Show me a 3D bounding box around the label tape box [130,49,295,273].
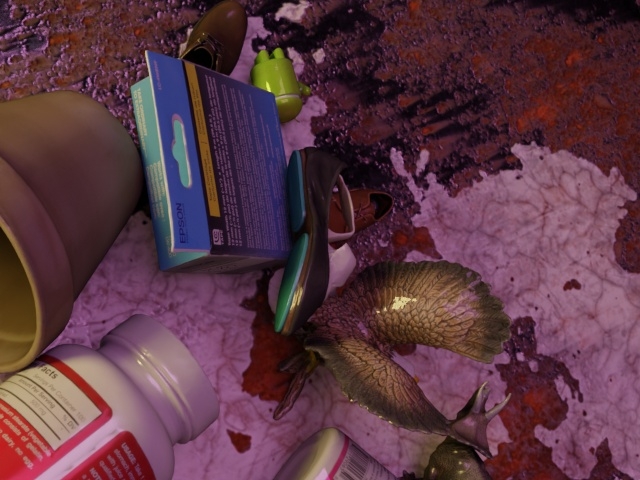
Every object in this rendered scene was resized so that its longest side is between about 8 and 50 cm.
[{"bbox_3d":[-0.157,-0.088,1.563,0.348,0.115,0.249,5,74,-65],"label":"label tape box"}]

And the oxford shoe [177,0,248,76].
[{"bbox_3d":[-0.160,-0.269,1.741,0.083,0.096,0.227,31,63,-11],"label":"oxford shoe"}]

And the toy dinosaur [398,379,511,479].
[{"bbox_3d":[0.205,0.367,1.680,0.121,0.160,0.313,-5,76,-25],"label":"toy dinosaur"}]

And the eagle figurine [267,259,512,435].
[{"bbox_3d":[0.080,0.139,1.614,0.225,0.298,0.226,3,85,-36],"label":"eagle figurine"}]

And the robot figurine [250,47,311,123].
[{"bbox_3d":[-0.065,-0.226,1.785,0.101,0.067,0.115,-12,80,-25],"label":"robot figurine"}]

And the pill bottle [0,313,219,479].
[{"bbox_3d":[-0.327,0.273,1.434,0.408,0.229,0.229,-38,92,-28],"label":"pill bottle"}]

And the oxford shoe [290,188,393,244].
[{"bbox_3d":[0.033,-0.038,1.722,0.212,0.076,0.076,-29,107,-51],"label":"oxford shoe"}]

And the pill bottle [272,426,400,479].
[{"bbox_3d":[0.071,0.397,1.612,0.283,0.160,0.160,41,63,-8],"label":"pill bottle"}]

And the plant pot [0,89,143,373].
[{"bbox_3d":[-0.376,-0.043,1.487,0.323,0.323,0.280,50,46,-4],"label":"plant pot"}]

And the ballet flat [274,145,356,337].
[{"bbox_3d":[0.000,0.000,1.593,0.096,0.095,0.280,11,65,-14],"label":"ballet flat"}]
